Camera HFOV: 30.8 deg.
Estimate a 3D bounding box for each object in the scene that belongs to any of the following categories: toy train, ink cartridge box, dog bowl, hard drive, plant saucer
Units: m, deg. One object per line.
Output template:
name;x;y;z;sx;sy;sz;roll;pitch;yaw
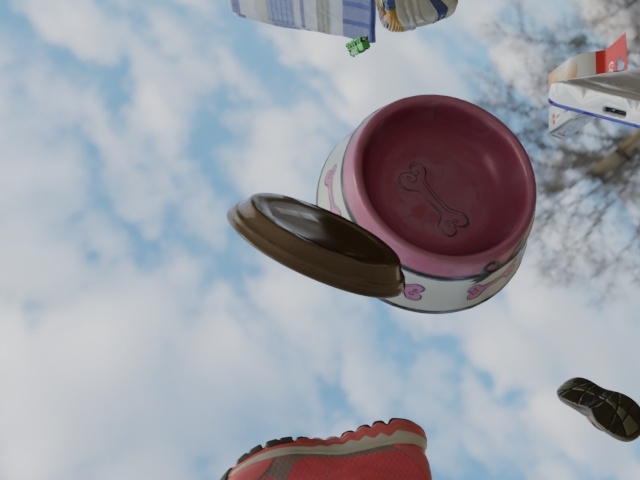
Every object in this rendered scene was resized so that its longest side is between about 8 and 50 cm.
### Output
toy train;0.056;-0.288;1.723;0.017;0.083;0.024;-18;-85;-13
ink cartridge box;0.488;-0.287;2.133;0.045;0.179;0.145;19;-123;-20
dog bowl;0.204;-0.083;2.088;0.407;0.150;0.408;6;-116;-12
hard drive;0.512;-0.216;1.773;0.210;0.040;0.318;20;-158;32
plant saucer;0.000;0.000;1.660;0.277;0.041;0.278;22;-165;-6

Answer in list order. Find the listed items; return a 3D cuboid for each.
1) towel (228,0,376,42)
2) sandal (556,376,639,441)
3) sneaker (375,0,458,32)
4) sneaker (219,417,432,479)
towel;-0.036;-0.440;2.064;0.285;0.209;0.034;13;-112;9
sandal;0.534;0.328;2.207;0.090;0.219;0.060;-34;-62;-19
sneaker;0.137;-0.479;1.822;0.112;0.131;0.297;-145;44;-83
sneaker;0.009;0.340;1.588;0.313;0.116;0.136;-12;-125;-7
